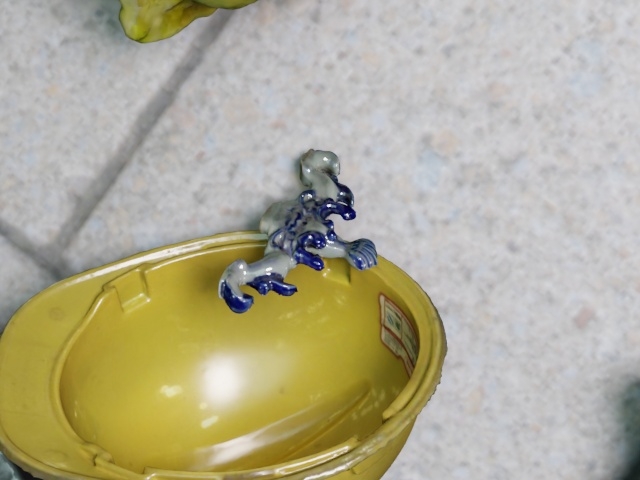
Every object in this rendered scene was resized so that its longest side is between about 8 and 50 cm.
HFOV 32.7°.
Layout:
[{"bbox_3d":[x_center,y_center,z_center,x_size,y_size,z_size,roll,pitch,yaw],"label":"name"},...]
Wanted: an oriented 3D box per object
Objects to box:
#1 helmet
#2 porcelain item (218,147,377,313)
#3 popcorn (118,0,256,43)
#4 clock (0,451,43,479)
[{"bbox_3d":[-0.052,0.108,0.653,0.257,0.205,0.140,-8,130,-1],"label":"helmet"},{"bbox_3d":[0.000,0.000,0.658,0.075,0.136,0.021,21,140,12],"label":"porcelain item"},{"bbox_3d":[-0.066,-0.248,0.608,0.256,0.195,0.255,-12,98,-12],"label":"popcorn"},{"bbox_3d":[-0.277,0.209,0.703,0.319,0.066,0.319,-1,80,4],"label":"clock"}]
